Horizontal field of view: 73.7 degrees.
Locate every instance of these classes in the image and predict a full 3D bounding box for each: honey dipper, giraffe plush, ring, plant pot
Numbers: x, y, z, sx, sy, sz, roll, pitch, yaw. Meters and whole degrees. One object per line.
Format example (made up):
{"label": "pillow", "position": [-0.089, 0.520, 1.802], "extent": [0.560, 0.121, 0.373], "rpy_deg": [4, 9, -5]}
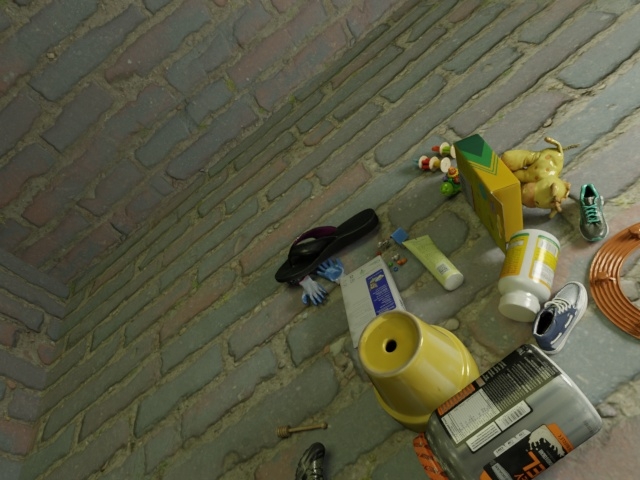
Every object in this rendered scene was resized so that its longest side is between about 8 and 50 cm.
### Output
{"label": "honey dipper", "position": [-0.053, 0.531, 1.201], "extent": [0.160, 0.030, 0.031], "rpy_deg": [-18, 43, 24]}
{"label": "giraffe plush", "position": [0.599, -0.153, 1.158], "extent": [0.210, 0.181, 0.171], "rpy_deg": [-25, 49, 50]}
{"label": "ring", "position": [0.757, 0.071, 0.893], "extent": [0.336, 0.032, 0.337], "rpy_deg": [-26, 40, 24]}
{"label": "plant pot", "position": [0.213, 0.293, 1.009], "extent": [0.254, 0.239, 0.254], "rpy_deg": [-25, 41, 24]}

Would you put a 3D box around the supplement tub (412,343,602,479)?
{"label": "supplement tub", "position": [0.352, 0.370, 0.840], "extent": [0.316, 0.193, 0.194], "rpy_deg": [-40, 37, 6]}

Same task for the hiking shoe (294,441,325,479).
{"label": "hiking shoe", "position": [-0.006, 0.619, 1.039], "extent": [0.114, 0.086, 0.227], "rpy_deg": [0, 59, 26]}

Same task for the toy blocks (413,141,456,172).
{"label": "toy blocks", "position": [0.418, -0.308, 1.563], "extent": [0.148, 0.054, 0.123], "rpy_deg": [21, 70, 51]}

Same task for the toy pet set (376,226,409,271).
{"label": "toy pet set", "position": [0.239, 0.018, 1.399], "extent": [0.114, 0.065, 0.122], "rpy_deg": [-44, 37, 0]}

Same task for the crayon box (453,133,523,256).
{"label": "crayon box", "position": [0.480, -0.133, 1.202], "extent": [0.081, 0.202, 0.319], "rpy_deg": [-20, 42, 8]}

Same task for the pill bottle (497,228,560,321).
{"label": "pill bottle", "position": [0.503, 0.086, 1.042], "extent": [0.117, 0.117, 0.208], "rpy_deg": [0, 54, 43]}

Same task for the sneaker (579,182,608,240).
{"label": "sneaker", "position": [0.676, -0.074, 1.072], "extent": [0.065, 0.076, 0.167], "rpy_deg": [-14, 45, 35]}

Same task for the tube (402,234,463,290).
{"label": "tube", "position": [0.339, 0.055, 1.280], "extent": [0.062, 0.070, 0.240], "rpy_deg": [-57, 32, 19]}

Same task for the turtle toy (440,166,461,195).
{"label": "turtle toy", "position": [0.444, -0.197, 1.418], "extent": [0.095, 0.066, 0.130], "rpy_deg": [14, 64, 49]}

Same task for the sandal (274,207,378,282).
{"label": "sandal", "position": [0.001, -0.002, 1.581], "extent": [0.445, 0.107, 0.167], "rpy_deg": [-34, 22, 8]}

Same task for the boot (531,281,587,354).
{"label": "boot", "position": [0.540, 0.158, 0.962], "extent": [0.069, 0.086, 0.190], "rpy_deg": [12, 63, 48]}

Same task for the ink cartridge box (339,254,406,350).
{"label": "ink cartridge box", "position": [0.155, 0.189, 1.268], "extent": [0.165, 0.065, 0.333], "rpy_deg": [-32, 27, 14]}

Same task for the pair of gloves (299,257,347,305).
{"label": "pair of gloves", "position": [0.005, 0.144, 1.514], "extent": [0.198, 0.023, 0.159], "rpy_deg": [-39, 37, -6]}

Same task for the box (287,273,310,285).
{"label": "box", "position": [-0.082, 0.138, 1.619], "extent": [0.083, 0.018, 0.067], "rpy_deg": [2, 56, 44]}
